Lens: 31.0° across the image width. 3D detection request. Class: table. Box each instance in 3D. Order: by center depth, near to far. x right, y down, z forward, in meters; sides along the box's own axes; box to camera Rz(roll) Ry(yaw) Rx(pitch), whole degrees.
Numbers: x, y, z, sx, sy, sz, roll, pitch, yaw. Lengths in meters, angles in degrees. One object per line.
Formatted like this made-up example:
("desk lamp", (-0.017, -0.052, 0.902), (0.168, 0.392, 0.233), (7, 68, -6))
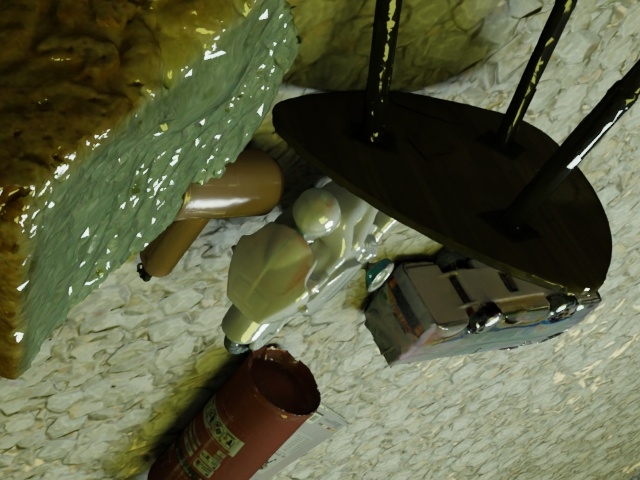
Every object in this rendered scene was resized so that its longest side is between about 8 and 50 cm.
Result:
("table", (0.143, -0.160, 0.944), (0.317, 0.317, 0.249), (-4, 128, -38))

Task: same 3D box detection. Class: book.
("book", (-0.055, 0.290, 1.623), (0.182, 0.014, 0.127), (-35, 150, 8))

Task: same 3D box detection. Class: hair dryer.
("hair dryer", (-0.122, -0.018, 1.071), (0.117, 0.064, 0.181), (-3, 148, -41))

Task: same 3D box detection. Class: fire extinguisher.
("fire extinguisher", (-0.152, 0.264, 1.425), (0.147, 0.106, 0.337), (26, 122, -26))

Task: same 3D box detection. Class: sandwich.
("sandwich", (-0.137, -0.086, 0.749), (0.325, 0.131, 0.262), (-50, 173, -32))

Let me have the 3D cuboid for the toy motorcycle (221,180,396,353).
("toy motorcycle", (0.000, 0.000, 1.093), (0.260, 0.110, 0.171), (-44, 164, -16))

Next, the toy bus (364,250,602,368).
("toy bus", (0.208, 0.084, 1.458), (0.317, 0.112, 0.138), (-1, 143, -39))
